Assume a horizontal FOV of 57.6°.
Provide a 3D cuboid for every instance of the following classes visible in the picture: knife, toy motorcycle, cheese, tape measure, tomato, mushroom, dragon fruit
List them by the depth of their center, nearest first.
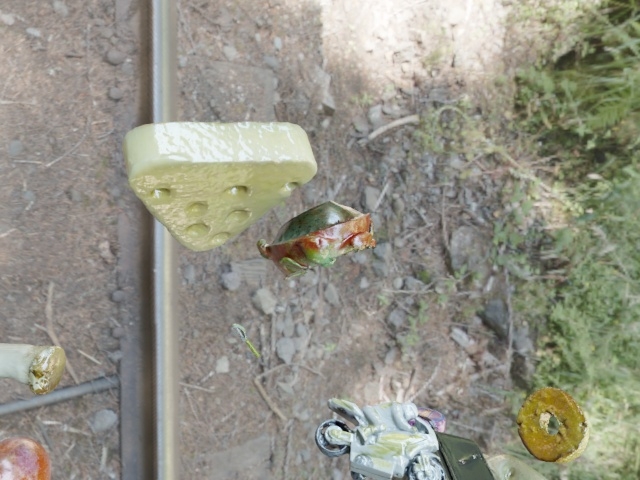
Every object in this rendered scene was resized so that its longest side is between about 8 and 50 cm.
[{"bbox_3d":[0.109,0.328,0.973,0.074,0.228,0.151,87,26,-48],"label":"toy motorcycle"},{"bbox_3d":[-0.554,0.218,1.016,0.071,0.209,0.084,-73,168,-77],"label":"mushroom"},{"bbox_3d":[-0.678,0.529,1.226,0.232,0.232,0.189,-29,92,-40],"label":"tomato"},{"bbox_3d":[-0.227,-0.104,1.245,0.383,0.384,0.104,11,50,-45],"label":"cheese"},{"bbox_3d":[0.000,0.000,1.291,0.268,0.295,0.130,-23,86,-8],"label":"dragon fruit"},{"bbox_3d":[0.272,0.495,1.562,0.118,0.125,0.074,1,99,-62],"label":"tape measure"},{"bbox_3d":[-0.216,0.293,1.710,0.026,0.022,0.184,-32,135,-8],"label":"knife"}]

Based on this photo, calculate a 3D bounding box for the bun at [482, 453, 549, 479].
[{"bbox_3d":[0.443,0.711,1.430,0.234,0.362,0.326,-8,111,-42],"label":"bun"}]

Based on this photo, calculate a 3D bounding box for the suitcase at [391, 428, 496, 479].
[{"bbox_3d":[0.257,0.607,1.165,0.194,0.434,0.283,19,112,-15],"label":"suitcase"}]

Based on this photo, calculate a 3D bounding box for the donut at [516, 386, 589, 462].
[{"bbox_3d":[0.554,0.440,1.376,0.065,0.162,0.178,37,29,-29],"label":"donut"}]
